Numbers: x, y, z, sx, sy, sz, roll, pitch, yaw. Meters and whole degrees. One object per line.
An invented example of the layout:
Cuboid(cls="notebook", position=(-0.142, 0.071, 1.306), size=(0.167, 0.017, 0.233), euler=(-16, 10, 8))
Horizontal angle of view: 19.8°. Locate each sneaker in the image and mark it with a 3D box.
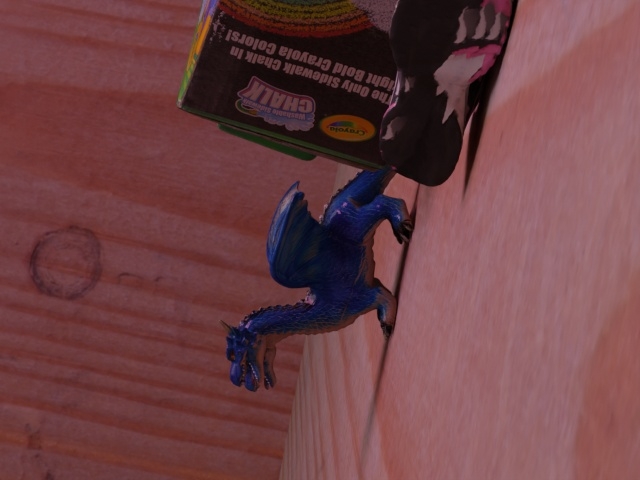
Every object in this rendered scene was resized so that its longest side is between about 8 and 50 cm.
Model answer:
Cuboid(cls="sneaker", position=(0.079, -0.126, 1.164), size=(0.077, 0.072, 0.178), euler=(-66, -3, -48))

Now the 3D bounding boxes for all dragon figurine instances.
Cuboid(cls="dragon figurine", position=(0.000, 0.000, 1.549), size=(0.085, 0.144, 0.289), euler=(-97, 17, -81))

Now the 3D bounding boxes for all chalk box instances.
Cuboid(cls="chalk box", position=(0.001, -0.188, 1.446), size=(0.179, 0.180, 0.289), euler=(-81, 13, -45))
